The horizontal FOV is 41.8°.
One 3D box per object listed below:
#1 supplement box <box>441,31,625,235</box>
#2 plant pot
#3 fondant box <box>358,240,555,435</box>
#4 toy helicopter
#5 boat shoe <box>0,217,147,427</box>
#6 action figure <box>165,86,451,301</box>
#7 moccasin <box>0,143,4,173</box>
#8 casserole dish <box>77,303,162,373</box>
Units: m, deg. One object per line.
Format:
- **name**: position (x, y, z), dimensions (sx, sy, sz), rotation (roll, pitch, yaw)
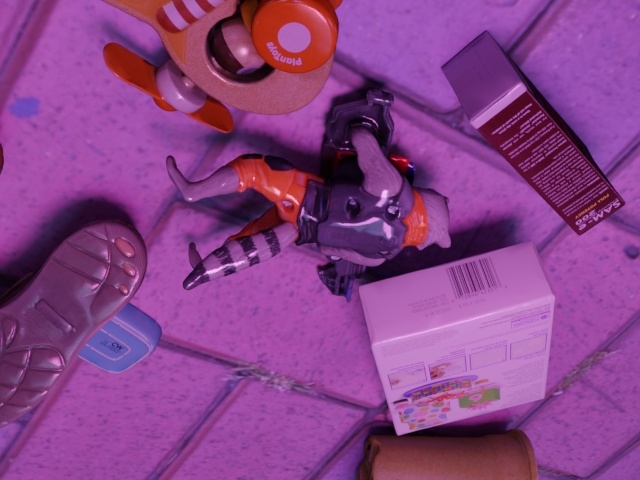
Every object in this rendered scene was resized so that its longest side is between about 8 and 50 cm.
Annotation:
- **supplement box**: position (0.254, -0.124, 0.996), dimensions (0.073, 0.130, 0.239), rotation (-39, 124, 21)
- **plant pot**: position (0.191, 0.429, 1.386), dimensions (0.254, 0.276, 0.276), rotation (11, 128, -3)
- **fondant box**: position (0.197, 0.152, 1.188), dimensions (0.239, 0.096, 0.330), rotation (-15, 144, 2)
- **toy helicopter**: position (-0.157, -0.232, 0.859), dimensions (0.355, 0.140, 0.235), rotation (22, 132, -13)
- **boat shoe**: position (-0.347, 0.110, 1.047), dimensions (0.355, 0.130, 0.132), rotation (-39, 99, 5)
- **action figure**: position (0.000, 0.000, 1.024), dimensions (0.331, 0.178, 0.341), rotation (-6, 133, -4)
- **moccasin**: position (-0.537, -0.091, 0.888), dimensions (0.381, 0.139, 0.147), rotation (3, 138, -1)
- **casserole dish**: position (-0.308, 0.127, 1.166), dimensions (0.114, 0.037, 0.188), rotation (-35, 128, 19)
